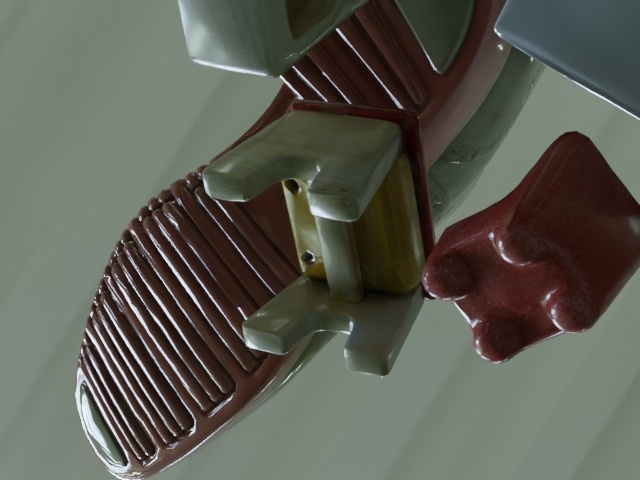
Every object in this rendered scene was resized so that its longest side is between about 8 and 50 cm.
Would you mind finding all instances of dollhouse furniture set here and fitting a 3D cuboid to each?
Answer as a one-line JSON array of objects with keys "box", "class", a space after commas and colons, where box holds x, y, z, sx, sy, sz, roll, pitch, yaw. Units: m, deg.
[{"box": [0.057, -0.125, 0.474, 0.152, 0.201, 0.374, -48, -42, -42], "class": "dollhouse furniture set"}]

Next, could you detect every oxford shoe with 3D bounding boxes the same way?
[{"box": [0.000, 0.000, 0.715, 0.397, 0.140, 0.146, -48, -28, 25], "class": "oxford shoe"}]

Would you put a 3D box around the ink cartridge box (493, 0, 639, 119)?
[{"box": [0.193, -0.119, 0.571, 0.176, 0.127, 0.128, -9, -51, -56], "class": "ink cartridge box"}]
